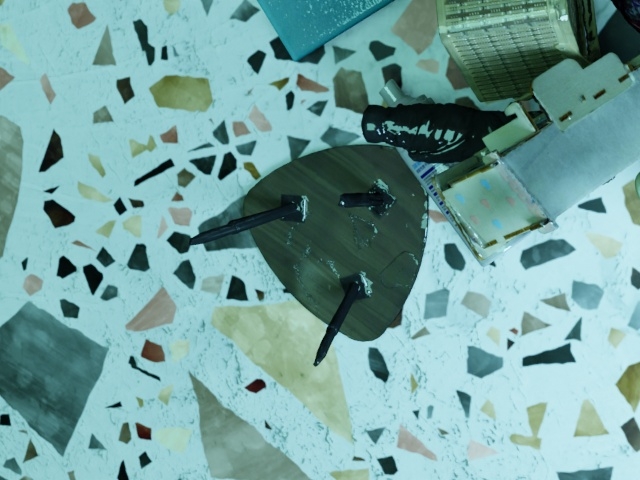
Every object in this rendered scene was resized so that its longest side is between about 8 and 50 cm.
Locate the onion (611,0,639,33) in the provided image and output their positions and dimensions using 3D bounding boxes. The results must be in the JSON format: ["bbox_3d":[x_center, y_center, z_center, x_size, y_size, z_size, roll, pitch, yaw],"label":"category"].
[{"bbox_3d":[0.483,-0.374,1.767,0.281,0.221,0.281,25,118,59],"label":"onion"}]

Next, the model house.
[{"bbox_3d":[0.290,-0.112,1.811,0.169,0.326,0.244,56,152,2],"label":"model house"}]

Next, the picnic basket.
[{"bbox_3d":[0.261,-0.330,1.820,0.175,0.313,0.228,-8,77,15],"label":"picnic basket"}]

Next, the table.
[{"bbox_3d":[0.000,0.000,2.053,0.317,0.249,0.317,5,104,22],"label":"table"}]

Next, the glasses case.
[{"bbox_3d":[0.059,-0.388,2.047,0.301,0.070,0.117,-28,96,23],"label":"glasses case"}]

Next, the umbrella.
[{"bbox_3d":[0.235,-0.147,1.968,0.357,0.106,0.113,5,72,4],"label":"umbrella"}]

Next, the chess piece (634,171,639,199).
[{"bbox_3d":[0.620,-0.157,1.787,0.234,0.234,0.442,50,119,6],"label":"chess piece"}]

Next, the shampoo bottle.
[{"bbox_3d":[0.184,-0.107,2.041,0.092,0.092,0.303,-39,85,25],"label":"shampoo bottle"}]
